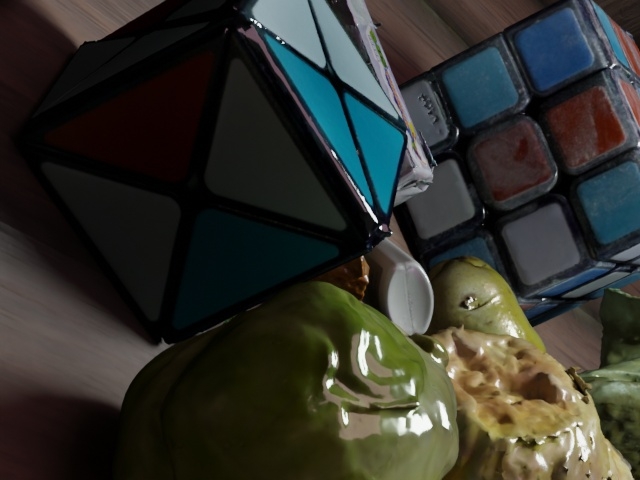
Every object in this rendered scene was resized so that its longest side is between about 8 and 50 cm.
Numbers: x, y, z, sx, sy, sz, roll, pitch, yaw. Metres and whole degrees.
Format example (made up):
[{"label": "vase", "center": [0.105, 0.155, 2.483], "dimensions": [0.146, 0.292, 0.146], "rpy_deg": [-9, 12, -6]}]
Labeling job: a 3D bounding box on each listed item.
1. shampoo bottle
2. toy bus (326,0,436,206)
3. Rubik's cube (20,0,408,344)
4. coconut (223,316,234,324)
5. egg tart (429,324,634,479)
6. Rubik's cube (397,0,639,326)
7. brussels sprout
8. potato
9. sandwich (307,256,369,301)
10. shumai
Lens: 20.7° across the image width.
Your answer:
[{"label": "shampoo bottle", "center": [0.065, 0.037, 1.942], "dimensions": [0.227, 0.056, 0.086], "rpy_deg": [-136, -143, -69]}, {"label": "toy bus", "center": [0.024, -0.187, 2.149], "dimensions": [0.112, 0.138, 0.317], "rpy_deg": [7, 60, -68]}, {"label": "Rubik's cube", "center": [-0.087, -0.095, 1.599], "dimensions": [0.246, 0.250, 0.248], "rpy_deg": [56, 23, -19]}, {"label": "coconut", "center": [-0.060, 0.146, 1.645], "dimensions": [0.158, 0.055, 0.133], "rpy_deg": [54, 23, -19]}, {"label": "egg tart", "center": [0.172, 0.194, 1.807], "dimensions": [0.352, 0.150, 0.352], "rpy_deg": [12, 26, -6]}, {"label": "Rubik's cube", "center": [0.317, -0.091, 2.429], "dimensions": [0.362, 0.363, 0.359], "rpy_deg": [13, 55, -67]}, {"label": "brussels sprout", "center": [-0.028, 0.164, 1.397], "dimensions": [0.242, 0.274, 0.316], "rpy_deg": [45, 10, 18]}, {"label": "potato", "center": [0.197, 0.117, 2.194], "dimensions": [0.200, 0.137, 0.154], "rpy_deg": [61, 19, -2]}, {"label": "sandwich", "center": [0.005, 0.008, 1.833], "dimensions": [0.185, 0.160, 0.109], "rpy_deg": [54, 38, -13]}, {"label": "shumai", "center": [0.432, 0.239, 2.423], "dimensions": [0.288, 0.292, 0.330], "rpy_deg": [-93, 175, -52]}]
